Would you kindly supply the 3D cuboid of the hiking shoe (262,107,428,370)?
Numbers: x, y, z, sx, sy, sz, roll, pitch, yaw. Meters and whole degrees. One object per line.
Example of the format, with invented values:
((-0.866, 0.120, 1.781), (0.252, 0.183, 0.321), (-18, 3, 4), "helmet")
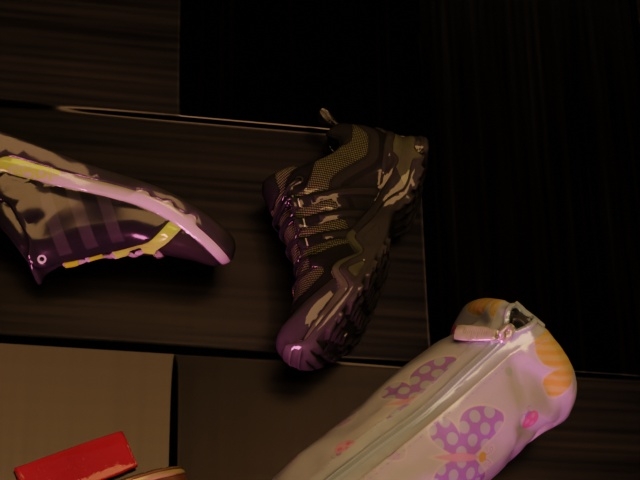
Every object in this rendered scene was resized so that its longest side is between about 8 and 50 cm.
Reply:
((0.000, 0.000, 1.372), (0.114, 0.086, 0.227), (19, 55, 12), "hiking shoe")

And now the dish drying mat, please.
((-0.176, 0.164, 1.281), (0.083, 0.008, 0.032), (-19, 69, -20), "dish drying mat")

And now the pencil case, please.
((0.063, 0.155, 1.275), (0.273, 0.124, 0.113), (-39, 78, -25), "pencil case")

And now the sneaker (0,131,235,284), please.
((-0.183, -0.008, 1.340), (0.234, 0.084, 0.097), (20, 86, -2), "sneaker")

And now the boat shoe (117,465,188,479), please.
((-0.166, 0.214, 1.231), (0.178, 0.064, 0.060), (-26, 78, -16), "boat shoe")
